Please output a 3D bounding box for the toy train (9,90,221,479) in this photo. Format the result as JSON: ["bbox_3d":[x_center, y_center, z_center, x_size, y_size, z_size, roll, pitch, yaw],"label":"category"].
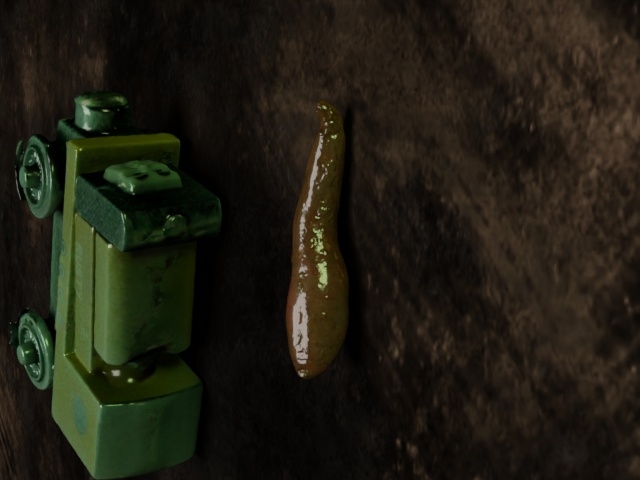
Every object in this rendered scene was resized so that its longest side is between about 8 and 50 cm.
[{"bbox_3d":[-0.219,0.049,1.235,0.253,0.160,0.397,37,126,49],"label":"toy train"}]

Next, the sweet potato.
[{"bbox_3d":[0.000,0.000,0.899,0.050,0.050,0.214,-1,86,64],"label":"sweet potato"}]
